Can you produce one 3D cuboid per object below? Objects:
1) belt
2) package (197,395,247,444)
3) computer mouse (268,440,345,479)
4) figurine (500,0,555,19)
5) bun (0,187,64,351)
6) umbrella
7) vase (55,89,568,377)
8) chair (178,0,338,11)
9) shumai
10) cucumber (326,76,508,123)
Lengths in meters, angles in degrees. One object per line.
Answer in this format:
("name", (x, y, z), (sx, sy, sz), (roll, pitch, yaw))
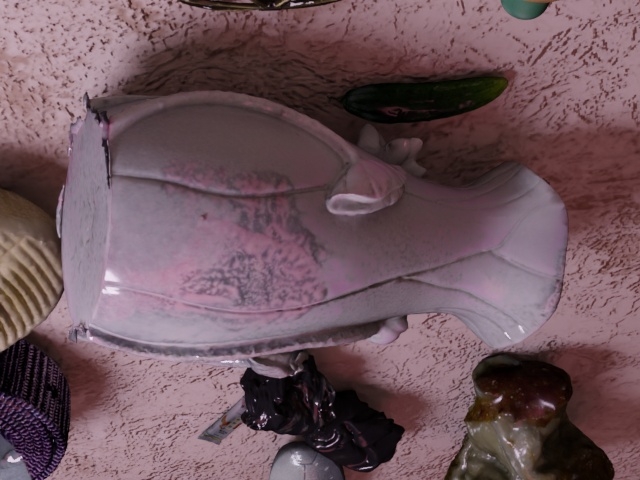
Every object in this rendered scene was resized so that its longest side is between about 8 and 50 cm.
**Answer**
("belt", (-0.449, 0.199, 1.217), (0.325, 0.122, 0.260), (2, 132, -9))
("package", (-0.116, 0.235, 1.396), (0.037, 0.015, 0.110), (28, 127, -28))
("computer mouse", (-0.019, 0.347, 1.485), (0.113, 0.068, 0.229), (2, 147, 4))
("figurine", (0.276, -0.267, 0.786), (0.325, 0.124, 0.222), (-20, 139, 8))
("bun", (-0.353, 0.029, 1.021), (0.220, 0.134, 0.220), (-29, 153, -16))
("umbrella", (0.006, 0.219, 1.335), (0.122, 0.110, 0.272), (-29, 140, 23))
("vase", (0.000, 0.000, 0.967), (0.445, 0.250, 0.250), (5, 139, -24))
("chair", (-0.038, -0.261, 0.736), (0.160, 0.170, 0.326), (-9, -176, -5))
("shumai", (0.271, 0.247, 1.408), (0.222, 0.203, 0.272), (-4, 175, -2))
("cucumber", (0.090, -0.128, 0.984), (0.168, 0.039, 0.039), (-6, 140, -4))
